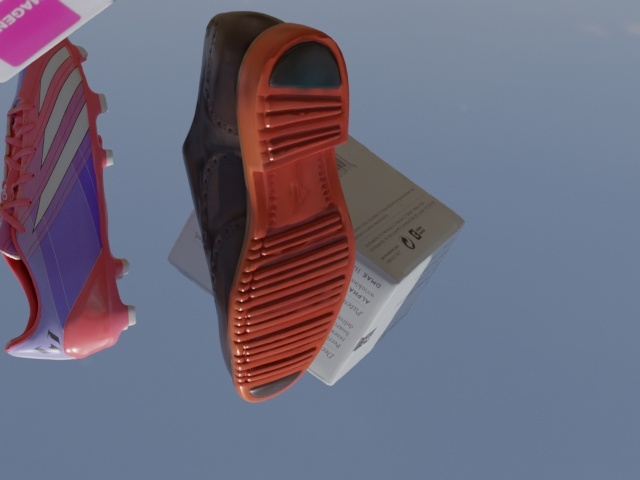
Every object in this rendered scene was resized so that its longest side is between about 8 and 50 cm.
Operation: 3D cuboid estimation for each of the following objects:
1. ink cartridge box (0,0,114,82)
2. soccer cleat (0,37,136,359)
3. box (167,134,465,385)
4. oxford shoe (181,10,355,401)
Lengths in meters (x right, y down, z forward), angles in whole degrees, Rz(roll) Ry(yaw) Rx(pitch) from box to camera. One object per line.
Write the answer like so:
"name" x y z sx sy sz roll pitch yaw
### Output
"ink cartridge box" -0.136 -0.242 0.644 0.065 0.186 0.311 38 -159 -59
"soccer cleat" -0.197 -0.037 0.988 0.095 0.248 0.083 -9 172 -20
"box" 0.000 0.000 1.180 0.182 0.119 0.181 37 -152 9
"oxford shoe" -0.040 -0.022 0.920 0.097 0.271 0.098 -14 -150 -37
